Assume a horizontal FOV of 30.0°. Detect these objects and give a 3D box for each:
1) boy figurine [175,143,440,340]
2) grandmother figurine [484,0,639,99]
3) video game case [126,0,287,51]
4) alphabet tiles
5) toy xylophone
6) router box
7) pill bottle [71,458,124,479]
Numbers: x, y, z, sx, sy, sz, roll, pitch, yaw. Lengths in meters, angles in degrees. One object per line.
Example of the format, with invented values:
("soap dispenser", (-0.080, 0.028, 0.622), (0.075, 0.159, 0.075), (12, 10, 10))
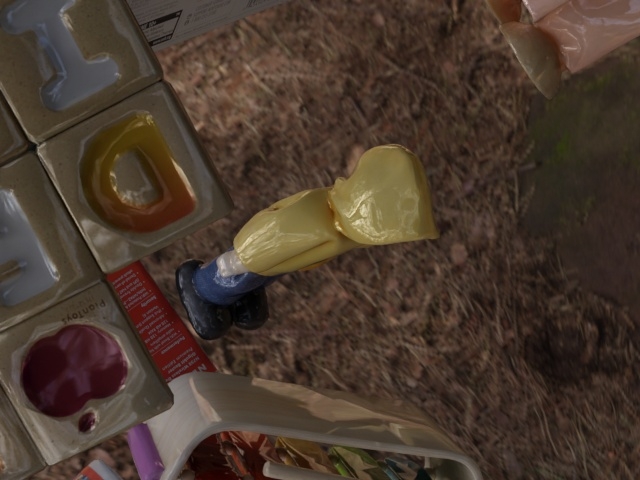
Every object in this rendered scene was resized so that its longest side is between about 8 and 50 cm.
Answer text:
("boy figurine", (0.000, 0.000, 1.050), (0.285, 0.177, 0.092), (-26, 78, 41))
("grandmother figurine", (0.268, -0.223, 0.765), (0.342, 0.104, 0.208), (-33, 74, 16))
("video game case", (-0.064, -0.263, 0.881), (0.061, 0.269, 0.244), (43, 132, 13))
("alphabet tiles", (-0.210, -0.046, 0.449), (0.285, 0.011, 0.342), (-27, 100, 4))
("toy xylophone", (0.003, 0.190, 1.007), (0.322, 0.236, 0.081), (13, 100, -13))
("router box", (-0.258, 0.038, 1.230), (0.082, 0.335, 0.301), (-36, 95, -19))
("pill bottle", (-0.272, 0.333, 1.260), (0.108, 0.108, 0.193), (39, 69, 23))
